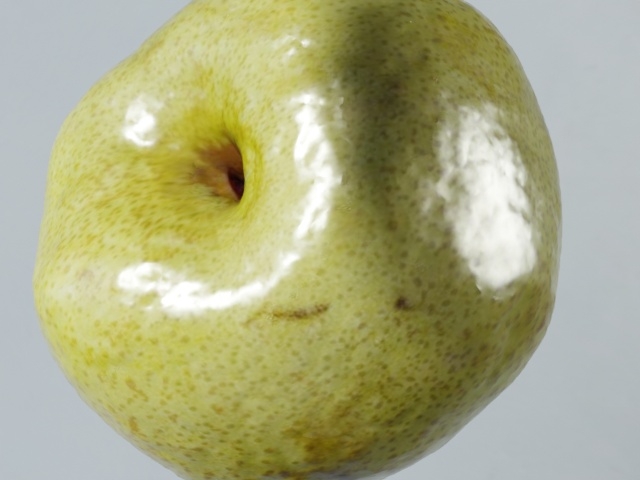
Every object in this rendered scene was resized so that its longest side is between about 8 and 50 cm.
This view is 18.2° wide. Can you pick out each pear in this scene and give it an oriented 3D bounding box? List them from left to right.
[{"bbox_3d":[0.000,0.000,0.832,0.228,0.211,0.188,-40,58,13],"label":"pear"}]
